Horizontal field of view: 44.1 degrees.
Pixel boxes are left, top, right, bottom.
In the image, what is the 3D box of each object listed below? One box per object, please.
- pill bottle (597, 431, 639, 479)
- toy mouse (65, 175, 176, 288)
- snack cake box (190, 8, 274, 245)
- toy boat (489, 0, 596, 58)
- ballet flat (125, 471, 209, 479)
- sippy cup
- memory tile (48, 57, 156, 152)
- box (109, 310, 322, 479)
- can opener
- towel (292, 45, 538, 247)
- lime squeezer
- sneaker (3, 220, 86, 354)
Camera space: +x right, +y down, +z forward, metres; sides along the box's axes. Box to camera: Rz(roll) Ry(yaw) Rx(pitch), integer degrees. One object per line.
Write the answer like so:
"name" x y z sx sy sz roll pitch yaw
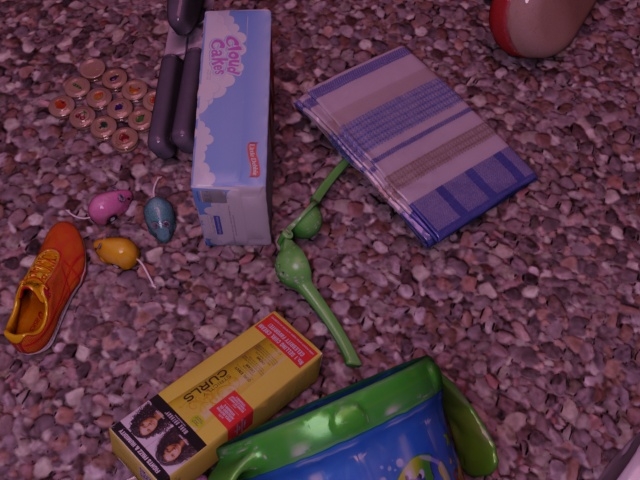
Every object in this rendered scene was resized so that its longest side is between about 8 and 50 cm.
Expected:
"pill bottle" 0.387 0.301 0.799 0.208 0.117 0.117 37 69 17
"toy mouse" -0.243 -0.035 1.016 0.161 0.031 0.143 25 66 12
"snack cake box" -0.105 -0.142 1.004 0.089 0.152 0.264 0 63 0
"toy boat" 0.307 -0.371 1.148 0.151 0.151 0.231 13 58 41
"ballet flat" -0.217 0.306 0.827 0.222 0.076 0.079 -36 49 -22
"sippy cup" 0.047 0.258 0.764 0.306 0.240 0.224 -23 82 -6
"memory tile" -0.296 -0.192 1.106 0.148 0.012 0.113 27 66 13
"box" -0.108 0.176 0.859 0.232 0.058 0.087 -33 60 -33
"can opener" -0.196 -0.243 1.086 0.074 0.093 0.280 -10 62 22
"towel" 0.126 -0.135 1.058 0.209 0.034 0.285 -32 69 -26
"lime squeezer" 0.000 0.000 0.986 0.110 0.059 0.310 2 62 1
"sneaker" -0.328 0.051 0.953 0.064 0.067 0.175 5 61 4
